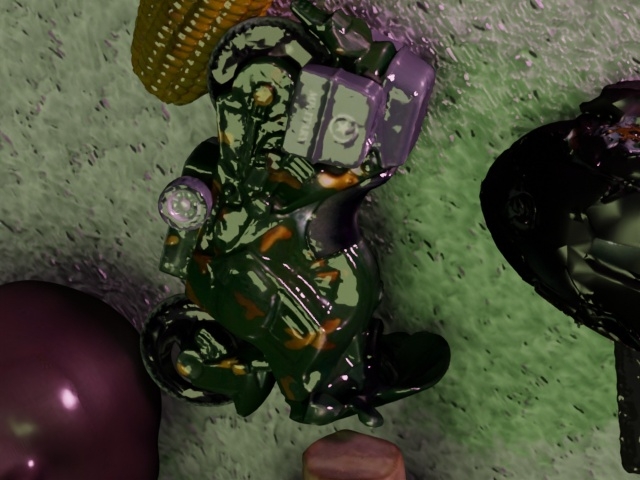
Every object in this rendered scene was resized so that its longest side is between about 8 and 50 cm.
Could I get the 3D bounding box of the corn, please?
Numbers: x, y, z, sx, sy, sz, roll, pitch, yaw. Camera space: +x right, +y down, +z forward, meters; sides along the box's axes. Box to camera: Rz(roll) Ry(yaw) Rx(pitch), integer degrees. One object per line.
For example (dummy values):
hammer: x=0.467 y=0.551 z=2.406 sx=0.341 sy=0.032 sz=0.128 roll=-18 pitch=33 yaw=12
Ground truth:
corn: x=-0.049 y=-0.178 z=0.907 sx=0.080 sy=0.080 sz=0.231 roll=35 pitch=127 yaw=6

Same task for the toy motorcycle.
toy motorcycle: x=0.000 y=0.000 z=0.943 sx=0.187 sy=0.125 sz=0.274 roll=17 pitch=117 yaw=5

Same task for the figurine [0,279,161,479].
figurine: x=-0.182 y=0.199 z=1.071 sx=0.206 sy=0.218 sz=0.365 roll=-7 pitch=107 yaw=28

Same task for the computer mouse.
computer mouse: x=0.192 y=0.007 z=0.853 sx=0.242 sy=0.077 sz=0.146 roll=15 pitch=120 yaw=18

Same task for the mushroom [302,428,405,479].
mushroom: x=0.018 y=0.206 z=0.987 sx=0.207 sy=0.207 sz=0.215 roll=16 pitch=125 yaw=18

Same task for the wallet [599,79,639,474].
wallet: x=0.224 y=0.026 z=0.907 sx=0.124 sy=0.025 sz=0.244 roll=2 pitch=113 yaw=24
